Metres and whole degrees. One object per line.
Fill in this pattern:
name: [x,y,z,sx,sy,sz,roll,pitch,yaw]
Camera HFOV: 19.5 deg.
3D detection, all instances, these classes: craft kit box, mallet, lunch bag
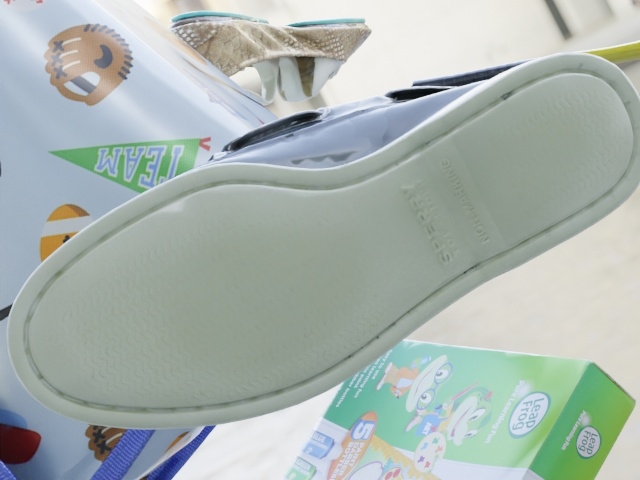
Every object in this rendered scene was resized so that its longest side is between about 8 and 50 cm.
craft kit box: [0.055,0.183,1.216,0.247,0.061,0.250,4,57,55]
mallet: [0.149,-0.098,1.067,0.190,0.039,0.062,-12,-23,23]
lunch bag: [-0.209,0.032,1.146,0.385,0.328,0.239,-51,-10,8]

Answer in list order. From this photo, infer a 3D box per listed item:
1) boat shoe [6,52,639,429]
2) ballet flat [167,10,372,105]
boat shoe: [-0.001,-0.004,0.954,0.340,0.127,0.113,-28,8,-12]
ballet flat: [-0.036,-0.135,1.400,0.073,0.067,0.206,-8,-1,45]
